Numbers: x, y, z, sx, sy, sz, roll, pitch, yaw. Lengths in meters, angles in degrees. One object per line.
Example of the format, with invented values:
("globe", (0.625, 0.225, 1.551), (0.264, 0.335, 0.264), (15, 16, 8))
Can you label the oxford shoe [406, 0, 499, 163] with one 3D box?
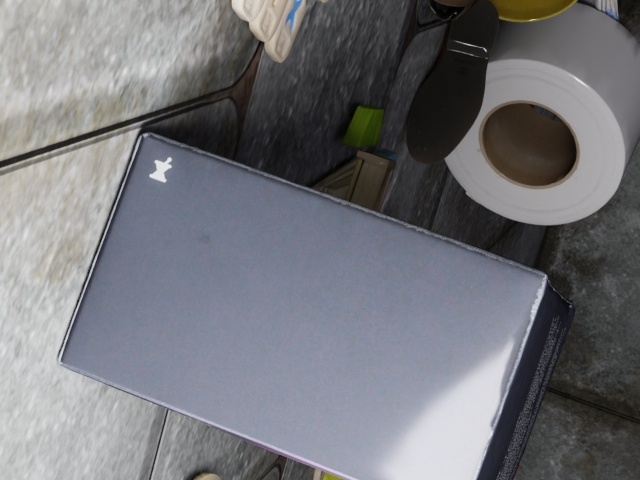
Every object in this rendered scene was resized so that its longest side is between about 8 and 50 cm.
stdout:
("oxford shoe", (0.157, -0.177, 1.992), (0.076, 0.076, 0.212), (104, 9, -74))

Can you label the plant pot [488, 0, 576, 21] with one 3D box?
("plant pot", (0.248, -0.343, 2.044), (0.134, 0.134, 0.095), (88, -1, -58))

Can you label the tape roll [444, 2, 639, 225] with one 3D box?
("tape roll", (0.290, -0.164, 2.168), (0.169, 0.246, 0.246), (-57, 161, -49))

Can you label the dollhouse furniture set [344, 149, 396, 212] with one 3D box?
("dollhouse furniture set", (0.000, 0.000, 1.528), (0.161, 0.101, 0.182), (-6, 114, -78))

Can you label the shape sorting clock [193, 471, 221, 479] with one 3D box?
("shape sorting clock", (-0.131, 0.315, 1.569), (0.206, 0.040, 0.206), (17, 90, -74))

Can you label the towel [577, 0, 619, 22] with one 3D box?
("towel", (0.338, -0.286, 2.272), (0.209, 0.034, 0.285), (-127, -157, -52))

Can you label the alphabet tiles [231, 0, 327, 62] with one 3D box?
("alphabet tiles", (-0.003, -0.282, 1.279), (0.284, 0.021, 0.278), (40, 70, -76))

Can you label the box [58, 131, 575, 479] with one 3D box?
("box", (0.011, 0.067, 1.235), (0.294, 0.296, 0.182), (30, 80, -76))

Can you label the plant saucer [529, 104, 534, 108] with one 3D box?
("plant saucer", (0.289, -0.241, 2.494), (0.259, 0.048, 0.258), (82, 30, -65))

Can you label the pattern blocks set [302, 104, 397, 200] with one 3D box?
("pattern blocks set", (0.007, -0.001, 1.713), (0.325, 0.026, 0.285), (5, 105, -76))

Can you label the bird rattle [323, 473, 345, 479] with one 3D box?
("bird rattle", (0.123, 0.265, 2.149), (0.143, 0.254, 0.207), (-32, 116, -70))

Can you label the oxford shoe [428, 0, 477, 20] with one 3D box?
("oxford shoe", (0.148, -0.286, 1.817), (0.096, 0.083, 0.227), (-55, 170, 15))

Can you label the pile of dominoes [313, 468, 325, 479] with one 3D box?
("pile of dominoes", (0.014, 0.152, 1.992), (0.251, 0.040, 0.196), (-65, 164, -57))
